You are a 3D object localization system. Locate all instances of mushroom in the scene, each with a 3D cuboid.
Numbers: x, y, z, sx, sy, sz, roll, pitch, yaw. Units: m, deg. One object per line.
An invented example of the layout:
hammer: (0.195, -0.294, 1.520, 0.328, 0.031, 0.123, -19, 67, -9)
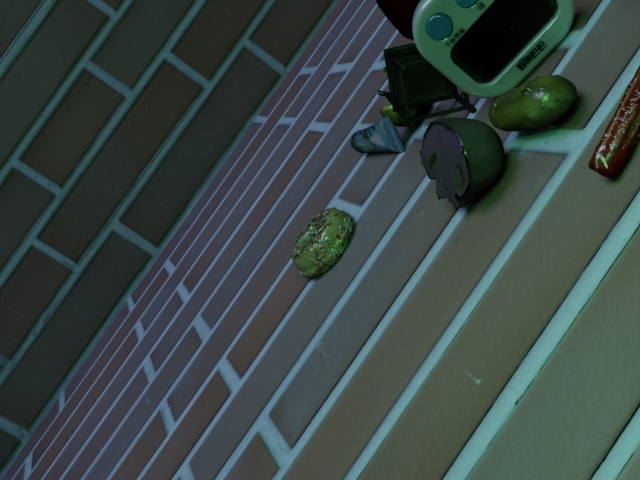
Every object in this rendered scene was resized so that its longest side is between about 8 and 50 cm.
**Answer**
mushroom: (0.247, -0.142, 1.552, 0.117, 0.141, 0.188, -21, 22, -7)

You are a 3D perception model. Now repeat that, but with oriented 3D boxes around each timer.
timer: (0.308, -0.401, 1.661, 0.262, 0.237, 0.087, -46, 18, 23)

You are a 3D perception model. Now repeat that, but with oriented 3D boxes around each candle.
candle: (0.455, -0.225, 1.269, 0.329, 0.048, 0.051, -59, 26, -13)

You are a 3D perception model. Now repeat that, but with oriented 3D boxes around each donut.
donut: (0.000, 0.000, 1.998, 0.174, 0.068, 0.175, -48, 18, 21)

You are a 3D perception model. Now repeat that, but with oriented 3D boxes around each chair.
chair: (0.211, -0.335, 1.883, 0.154, 0.141, 0.260, -13, 23, -4)

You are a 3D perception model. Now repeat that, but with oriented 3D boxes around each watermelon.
watermelon: (0.187, -0.283, 2.033, 0.105, 0.062, 0.105, -15, 16, 4)

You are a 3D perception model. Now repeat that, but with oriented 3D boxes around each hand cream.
hand cream: (0.128, -0.236, 2.106, 0.055, 0.088, 0.256, -27, 9, -15)

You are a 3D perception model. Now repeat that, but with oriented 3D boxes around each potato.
potato: (0.343, -0.217, 1.487, 0.105, 0.085, 0.188, -19, 4, -24)

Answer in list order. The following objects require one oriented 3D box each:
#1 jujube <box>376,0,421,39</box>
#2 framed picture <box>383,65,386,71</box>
jujube: (0.299, -0.549, 1.902, 0.376, 0.258, 0.258, -13, 34, 19)
framed picture: (0.265, -0.446, 2.087, 0.189, 0.023, 0.260, -31, 12, -15)
